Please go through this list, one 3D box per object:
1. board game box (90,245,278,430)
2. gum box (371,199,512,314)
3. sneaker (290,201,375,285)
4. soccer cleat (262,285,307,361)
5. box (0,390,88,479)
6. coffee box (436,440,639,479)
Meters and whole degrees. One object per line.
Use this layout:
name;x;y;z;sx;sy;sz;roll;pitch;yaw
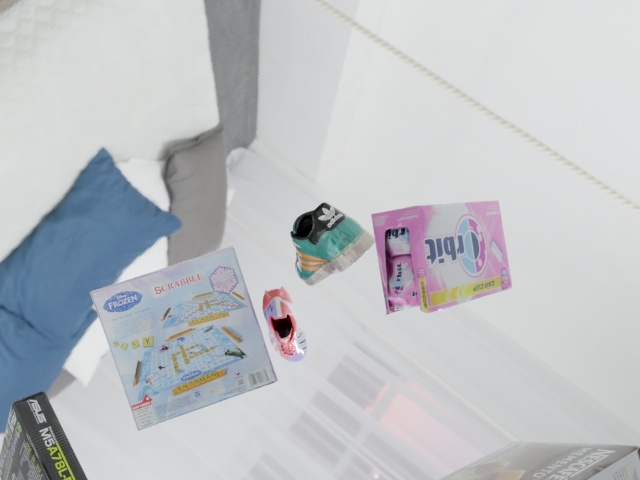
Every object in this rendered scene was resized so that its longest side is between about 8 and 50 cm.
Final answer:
board game box;-0.292;0.208;1.344;0.319;0.317;0.066;-17;-176;-9
gum box;0.136;0.015;0.677;0.062;0.107;0.188;-10;178;42
sneaker;0.000;0.000;1.136;0.108;0.121;0.302;-43;-177;-21
soccer cleat;-0.079;0.208;1.366;0.095;0.083;0.248;-102;-179;-48
box;-0.327;0.306;0.737;0.045;0.184;0.190;-19;151;-44
coffee box;0.138;0.246;0.485;0.247;0.098;0.141;-10;172;-32
